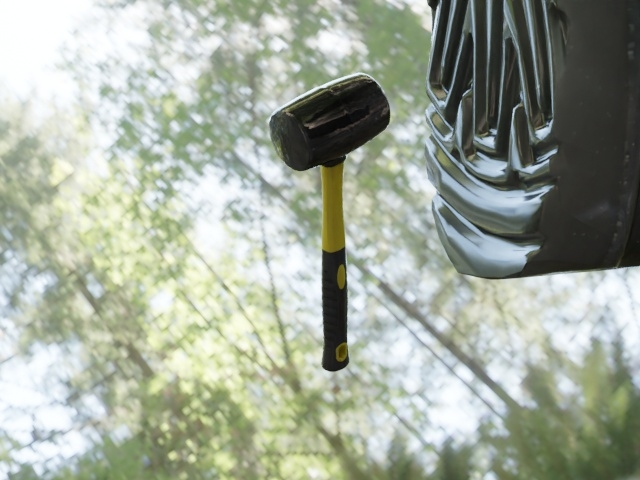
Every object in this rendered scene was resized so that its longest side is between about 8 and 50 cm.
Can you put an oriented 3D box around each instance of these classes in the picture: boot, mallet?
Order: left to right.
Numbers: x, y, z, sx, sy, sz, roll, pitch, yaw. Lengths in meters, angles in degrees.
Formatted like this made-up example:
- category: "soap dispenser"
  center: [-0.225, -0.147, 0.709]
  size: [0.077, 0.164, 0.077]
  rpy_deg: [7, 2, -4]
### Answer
- category: "mallet"
  center: [0.000, 0.000, 0.824]
  size: [0.062, 0.039, 0.190]
  rpy_deg: [-21, -51, -36]
- category: "boot"
  center: [0.264, -0.172, 0.546]
  size: [0.445, 0.146, 0.367]
  rpy_deg: [-4, -69, -18]

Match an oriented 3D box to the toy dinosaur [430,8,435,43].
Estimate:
- category: "toy dinosaur"
  center: [0.093, -0.218, 0.731]
  size: [0.064, 0.118, 0.268]
  rpy_deg: [16, -30, -4]
